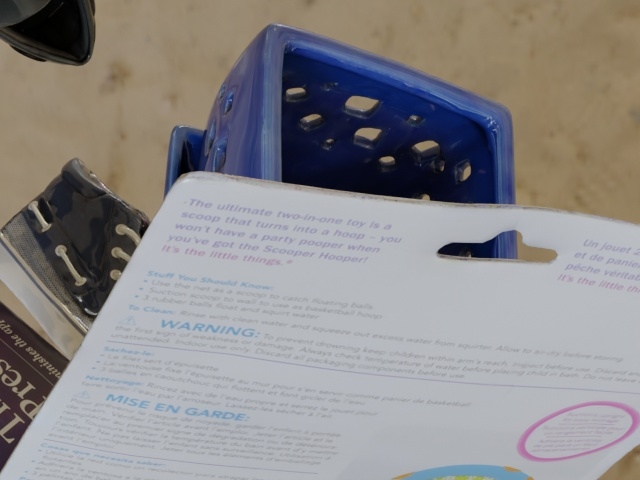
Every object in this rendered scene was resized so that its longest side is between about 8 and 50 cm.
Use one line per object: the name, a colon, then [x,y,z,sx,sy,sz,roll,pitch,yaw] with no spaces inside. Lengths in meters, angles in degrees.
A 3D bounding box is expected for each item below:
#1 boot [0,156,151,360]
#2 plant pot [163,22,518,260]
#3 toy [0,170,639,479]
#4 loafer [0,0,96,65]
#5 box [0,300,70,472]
boot: [-0.123,0.028,1.151,0.086,0.069,0.190,-49,57,1]
plant pot: [0.000,0.000,1.524,0.236,0.212,0.236,17,61,-30]
toy: [-0.011,0.044,0.455,0.137,0.237,0.056,6,52,-24]
loafer: [-0.168,-0.154,1.020,0.076,0.223,0.078,-39,71,-1]
box: [-0.273,0.068,0.988,0.261,0.103,0.184,39,52,11]
